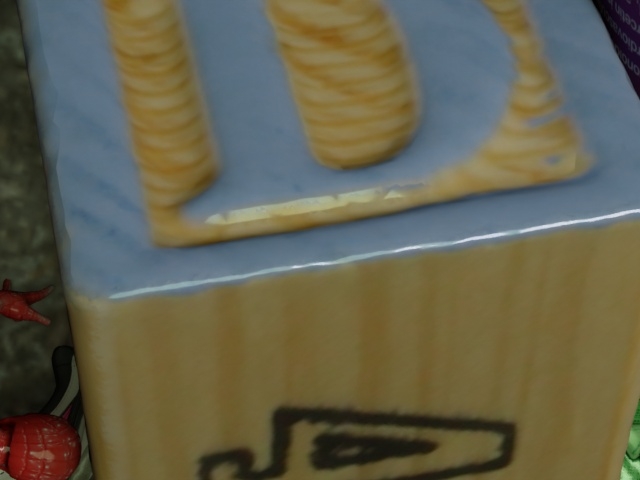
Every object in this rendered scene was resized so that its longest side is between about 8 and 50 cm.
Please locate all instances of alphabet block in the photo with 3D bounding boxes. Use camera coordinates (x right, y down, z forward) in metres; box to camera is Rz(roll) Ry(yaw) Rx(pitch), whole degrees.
[{"bbox_3d":[0.000,0.000,0.658,0.193,0.192,0.197,-8,140,-7],"label":"alphabet block"}]

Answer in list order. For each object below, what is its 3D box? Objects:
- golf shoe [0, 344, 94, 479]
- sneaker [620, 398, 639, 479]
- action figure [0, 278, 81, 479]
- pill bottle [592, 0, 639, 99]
[{"bbox_3d":[-0.138,0.128,0.755,0.086,0.067,0.186,43,84,12],"label":"golf shoe"},{"bbox_3d":[0.186,0.065,0.768,0.295,0.123,0.109,-31,100,-5],"label":"sneaker"},{"bbox_3d":[-0.218,0.058,0.725,0.280,0.139,0.091,8,97,12],"label":"action figure"},{"bbox_3d":[0.182,-0.091,0.619,0.181,0.181,0.323,-15,133,-8],"label":"pill bottle"}]
